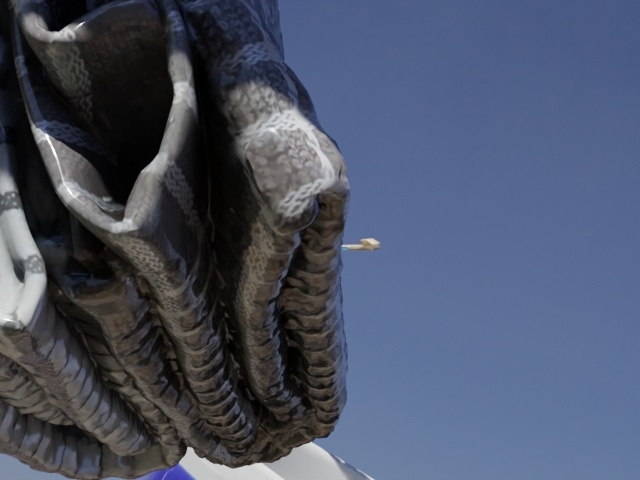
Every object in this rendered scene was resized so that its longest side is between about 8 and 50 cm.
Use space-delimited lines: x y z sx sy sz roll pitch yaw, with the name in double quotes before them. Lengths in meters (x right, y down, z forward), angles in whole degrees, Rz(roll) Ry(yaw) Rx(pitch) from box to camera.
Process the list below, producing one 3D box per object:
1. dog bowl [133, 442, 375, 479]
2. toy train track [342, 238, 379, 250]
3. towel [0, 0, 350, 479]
"dog bowl" 0.004 0.204 0.964 0.265 0.104 0.265 31 0 0
"toy train track" 0.000 0.000 1.039 0.083 0.014 0.048 0 5 31
"towel" -0.060 -0.059 0.497 0.121 0.235 0.283 -7 -17 0
